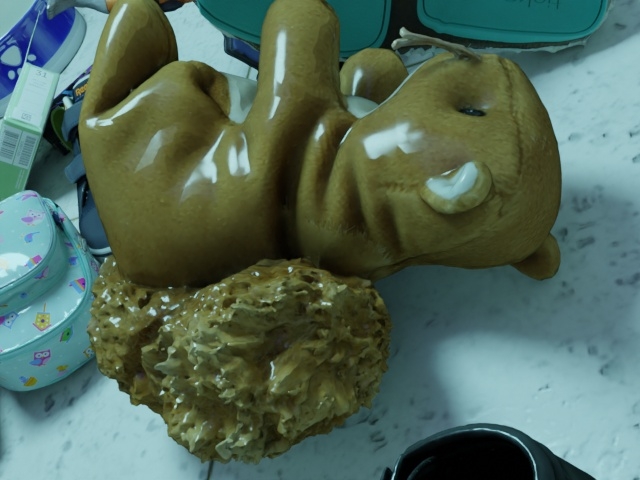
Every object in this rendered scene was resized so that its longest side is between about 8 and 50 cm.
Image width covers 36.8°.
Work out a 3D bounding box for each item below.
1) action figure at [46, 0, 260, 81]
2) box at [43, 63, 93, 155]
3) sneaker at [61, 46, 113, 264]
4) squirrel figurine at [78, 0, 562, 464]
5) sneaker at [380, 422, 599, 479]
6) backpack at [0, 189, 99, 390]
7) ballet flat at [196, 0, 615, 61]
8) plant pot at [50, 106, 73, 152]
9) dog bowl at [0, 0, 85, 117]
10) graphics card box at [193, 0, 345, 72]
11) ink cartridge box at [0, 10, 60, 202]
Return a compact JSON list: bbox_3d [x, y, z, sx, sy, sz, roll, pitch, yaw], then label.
[{"bbox_3d":[-0.101,-0.350,1.007,0.178,0.330,0.341,-103,24,-77],"label":"action figure"},{"bbox_3d":[-0.331,-0.199,1.366,0.162,0.029,0.116,-46,40,-8],"label":"box"},{"bbox_3d":[-0.250,-0.118,1.151,0.126,0.127,0.321,-21,43,19],"label":"sneaker"},{"bbox_3d":[0.000,0.000,0.786,0.370,0.281,0.397,8,71,29],"label":"squirrel figurine"},{"bbox_3d":[0.041,0.213,0.585,0.295,0.147,0.104,-36,41,4],"label":"sneaker"},{"bbox_3d":[-0.310,0.054,1.001,0.166,0.144,0.188,-30,58,-12],"label":"backpack"},{"bbox_3d":[0.074,-0.248,0.925,0.408,0.147,0.147,3,43,-8],"label":"ballet flat"},{"bbox_3d":[-0.299,-0.163,1.277,0.083,0.083,0.079,4,42,40],"label":"plant pot"},{"bbox_3d":[-0.520,-0.318,1.568,0.265,0.104,0.265,-21,42,20],"label":"dog bowl"},{"bbox_3d":[-0.012,-0.336,1.205,0.233,0.094,0.371,-43,38,-5],"label":"graphics card box"},{"bbox_3d":[-0.394,-0.171,1.296,0.235,0.056,0.171,-88,23,-44],"label":"ink cartridge box"}]
